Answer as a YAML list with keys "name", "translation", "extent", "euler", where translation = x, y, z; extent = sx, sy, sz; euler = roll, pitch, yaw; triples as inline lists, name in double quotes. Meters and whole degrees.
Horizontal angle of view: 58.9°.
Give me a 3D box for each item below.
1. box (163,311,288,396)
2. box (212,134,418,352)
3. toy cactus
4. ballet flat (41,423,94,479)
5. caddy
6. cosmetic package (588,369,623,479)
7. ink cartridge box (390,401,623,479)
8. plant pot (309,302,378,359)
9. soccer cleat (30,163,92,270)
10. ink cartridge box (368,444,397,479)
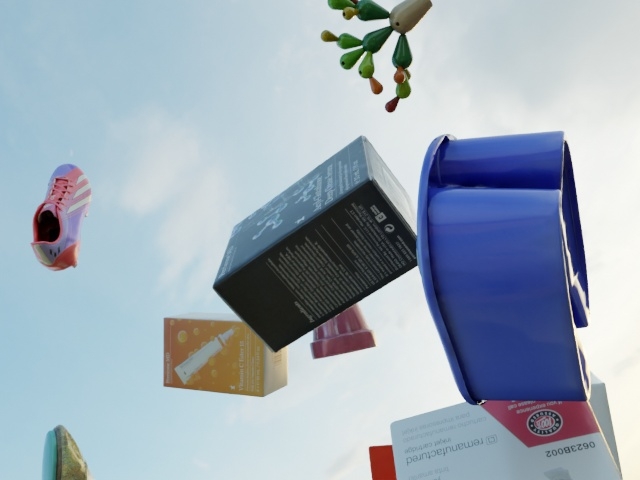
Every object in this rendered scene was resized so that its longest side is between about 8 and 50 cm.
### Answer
- name: "box"
  translation: [-0.285, 0.335, 1.716]
  extent: [0.345, 0.215, 0.168]
  euler: [-1, -2, 22]
- name: "box"
  translation: [0.000, 0.000, 1.232]
  extent: [0.395, 0.294, 0.212]
  euler: [-34, -69, 16]
- name: "toy cactus"
  translation: [0.112, -0.350, 0.976]
  extent: [0.180, 0.219, 0.112]
  euler: [-37, 3, 11]
- name: "ballet flat"
  translation: [-0.431, 0.495, 0.973]
  extent: [0.123, 0.349, 0.123]
  euler: [3, -10, 1]
- name: "caddy"
  translation: [0.202, 0.036, 0.655]
  extent: [0.179, 0.241, 0.342]
  euler: [-5, -54, 28]
- name: "cosmetic package"
  translation: [0.566, 0.467, 1.216]
  extent: [0.097, 0.378, 0.284]
  euler: [-9, -5, 12]
- name: "ink cartridge box"
  translation: [0.261, 0.397, 0.703]
  extent: [0.279, 0.385, 0.160]
  euler: [-20, -50, 15]
- name: "plant pot"
  translation: [0.056, 0.252, 1.710]
  extent: [0.201, 0.180, 0.201]
  euler: [-12, -12, -3]
- name: "soccer cleat"
  translation: [-0.474, -0.059, 1.032]
  extent: [0.082, 0.248, 0.095]
  euler: [-10, -34, 0]
- name: "ink cartridge box"
  translation: [0.268, 0.640, 1.220]
  extent: [0.307, 0.386, 0.091]
  euler: [-6, 0, 8]
